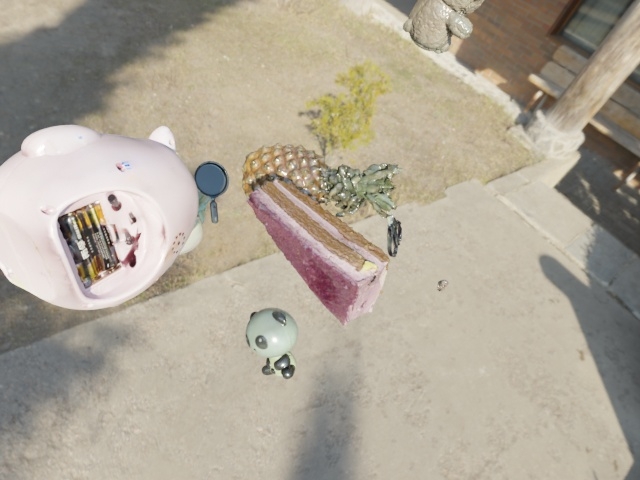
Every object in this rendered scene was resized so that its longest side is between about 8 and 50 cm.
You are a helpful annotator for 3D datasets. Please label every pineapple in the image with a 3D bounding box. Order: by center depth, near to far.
[{"bbox_3d":[-0.002,-0.133,0.949,0.361,0.175,0.175,3,37,27],"label":"pineapple"}]

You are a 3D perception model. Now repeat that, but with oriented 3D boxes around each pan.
[{"bbox_3d":[-0.405,-0.178,1.613,0.136,0.028,0.235,-1,84,-35],"label":"pan"}]

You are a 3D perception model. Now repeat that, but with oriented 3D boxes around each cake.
[{"bbox_3d":[0.000,0.000,0.742,0.295,0.113,0.116,47,40,11],"label":"cake"}]

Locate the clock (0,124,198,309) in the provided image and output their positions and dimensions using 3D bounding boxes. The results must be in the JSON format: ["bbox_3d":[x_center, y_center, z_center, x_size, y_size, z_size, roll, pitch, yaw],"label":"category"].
[{"bbox_3d":[-0.408,-0.052,0.858,0.250,0.368,0.376,17,36,29],"label":"clock"}]

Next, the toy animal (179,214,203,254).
[{"bbox_3d":[-0.504,-0.019,1.339,0.212,0.213,0.267,36,59,11],"label":"toy animal"}]

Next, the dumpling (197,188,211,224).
[{"bbox_3d":[-0.579,-0.133,1.812,0.211,0.270,0.321,12,61,-21],"label":"dumpling"}]

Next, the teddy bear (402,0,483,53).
[{"bbox_3d":[0.352,-0.653,1.179,0.151,0.267,0.236,-1,62,-36],"label":"teddy bear"}]

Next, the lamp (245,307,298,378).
[{"bbox_3d":[-0.164,0.357,1.523,0.197,0.197,0.244,-17,96,-35],"label":"lamp"}]

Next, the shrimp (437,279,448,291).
[{"bbox_3d":[0.395,0.148,1.411,0.029,0.092,0.038,18,84,10],"label":"shrimp"}]

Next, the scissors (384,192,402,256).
[{"bbox_3d":[0.198,-0.061,1.211,0.022,0.300,0.109,10,59,22],"label":"scissors"}]
